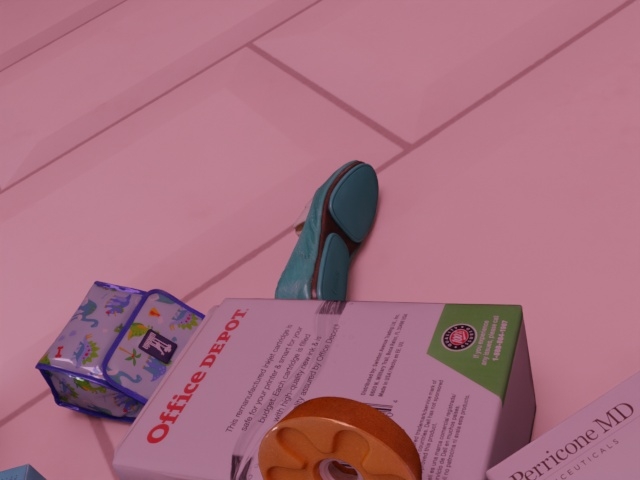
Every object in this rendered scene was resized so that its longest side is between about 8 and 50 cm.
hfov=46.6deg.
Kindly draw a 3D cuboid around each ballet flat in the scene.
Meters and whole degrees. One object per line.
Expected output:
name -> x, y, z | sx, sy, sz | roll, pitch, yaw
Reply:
ballet flat -> 0.000, 0.000, 0.842 | 0.087, 0.083, 0.247 | -15, 38, 32

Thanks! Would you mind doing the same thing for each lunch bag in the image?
lunch bag -> -0.203, 0.123, 0.802 | 0.151, 0.096, 0.129 | 11, 48, 16

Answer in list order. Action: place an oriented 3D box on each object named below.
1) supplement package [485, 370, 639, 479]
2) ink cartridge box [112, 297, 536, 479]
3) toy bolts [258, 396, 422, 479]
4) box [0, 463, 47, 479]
supplement package -> 0.254, 0.228, 0.403 | 0.177, 0.175, 0.293 | -31, 41, -7
ink cartridge box -> 0.013, 0.156, 0.612 | 0.289, 0.122, 0.211 | 0, 35, 26
toy bolts -> -0.017, 0.229, 0.432 | 0.228, 0.218, 0.158 | -21, 20, 33
box -> -0.357, 0.286, 0.689 | 0.244, 0.101, 0.060 | -17, 41, 7
